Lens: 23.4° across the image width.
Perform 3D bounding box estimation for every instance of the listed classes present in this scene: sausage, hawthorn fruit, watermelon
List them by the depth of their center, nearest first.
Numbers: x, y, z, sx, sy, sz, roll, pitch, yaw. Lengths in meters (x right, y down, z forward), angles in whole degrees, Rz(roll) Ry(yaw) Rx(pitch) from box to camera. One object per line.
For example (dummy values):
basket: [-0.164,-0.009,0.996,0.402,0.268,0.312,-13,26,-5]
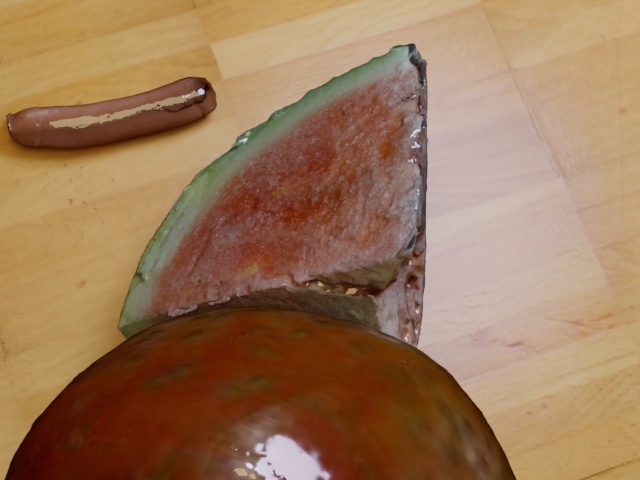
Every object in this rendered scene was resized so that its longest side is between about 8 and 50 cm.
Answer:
hawthorn fruit: [-0.051,0.228,1.010,0.403,0.403,0.402,2,71,-6]
watermelon: [0.000,0.000,1.194,0.310,0.193,0.232,-37,56,-23]
sausage: [-0.175,-0.107,1.303,0.177,0.040,0.047,-13,74,-9]
